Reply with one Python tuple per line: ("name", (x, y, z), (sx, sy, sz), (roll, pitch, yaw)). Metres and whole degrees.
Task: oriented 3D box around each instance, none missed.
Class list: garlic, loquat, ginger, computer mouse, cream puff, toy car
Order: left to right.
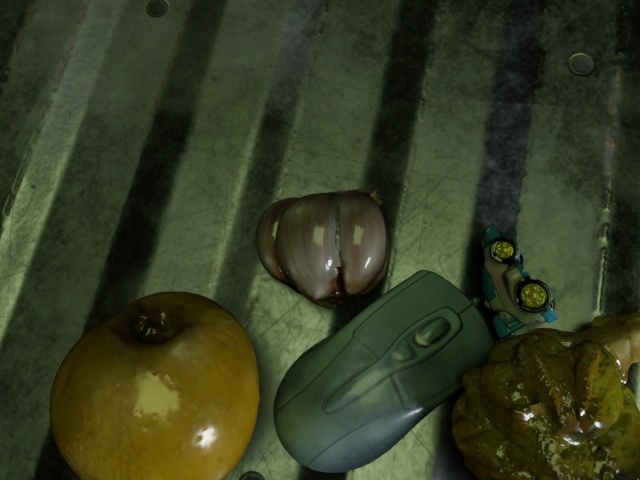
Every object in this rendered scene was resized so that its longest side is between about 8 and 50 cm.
("loquat", (-0.207, 0.216, 0.724), (0.275, 0.275, 0.274), (-1, 74, 5))
("garlic", (0.000, 0.000, 0.818), (0.214, 0.160, 0.191), (4, 70, 3))
("computer mouse", (0.095, 0.187, 0.782), (0.371, 0.122, 0.188), (-35, 75, -8))
("toy car", (0.274, 0.065, 0.802), (0.098, 0.126, 0.161), (-36, 68, 12))
("cream puff", (0.293, 0.240, 0.688), (0.245, 0.244, 0.196), (10, 49, 8))
("ginger", (0.399, 0.168, 0.776), (0.206, 0.081, 0.115), (-16, 44, 8))
